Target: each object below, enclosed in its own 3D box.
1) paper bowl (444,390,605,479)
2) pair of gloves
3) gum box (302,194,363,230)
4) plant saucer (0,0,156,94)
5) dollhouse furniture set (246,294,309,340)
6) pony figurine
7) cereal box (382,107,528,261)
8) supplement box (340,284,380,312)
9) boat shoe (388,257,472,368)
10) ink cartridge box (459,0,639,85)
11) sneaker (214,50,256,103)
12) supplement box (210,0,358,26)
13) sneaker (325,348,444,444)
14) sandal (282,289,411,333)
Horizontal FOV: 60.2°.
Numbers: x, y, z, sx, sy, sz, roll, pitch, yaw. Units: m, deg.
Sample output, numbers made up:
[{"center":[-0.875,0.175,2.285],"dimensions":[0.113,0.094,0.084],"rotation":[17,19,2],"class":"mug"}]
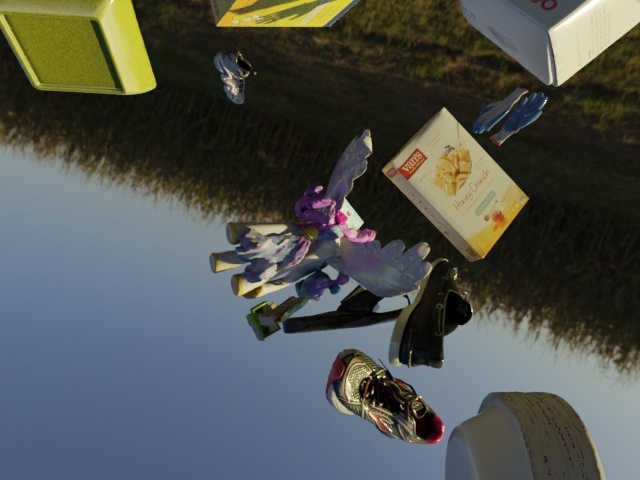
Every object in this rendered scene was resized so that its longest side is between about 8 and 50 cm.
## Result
[{"center":[0.263,0.355,0.763],"dimensions":[0.148,0.284,0.284],"rotation":[1,-176,-1],"class":"paper bowl"},{"center":[0.452,-0.308,1.337],"dimensions":[0.023,0.159,0.198],"rotation":[42,-167,-26],"class":"pair of gloves"},{"center":[0.040,-0.050,1.713],"dimensions":[0.041,0.157,0.184],"rotation":[33,170,41],"class":"gum box"},{"center":[-0.338,-0.263,0.742],"dimensions":[0.188,0.045,0.188],"rotation":[3,150,0],"class":"plant saucer"},{"center":[-0.071,0.136,0.927],"dimensions":[0.076,0.058,0.152],"rotation":[-28,-173,-29],"class":"dollhouse furniture set"},{"center":[0.000,0.000,1.045],"dimensions":[0.364,0.302,0.351],"rotation":[-12,166,-24],"class":"pony figurine"},{"center":[0.252,-0.104,1.017],"dimensions":[0.240,0.173,0.047],"rotation":[45,157,-5],"class":"cereal box"},{"center":[0.120,0.194,1.665],"dimensions":[0.083,0.083,0.056],"rotation":[45,173,25],"class":"supplement box"},{"center":[0.241,0.141,1.094],"dimensions":[0.113,0.127,0.340],"rotation":[11,-156,24],"class":"boat shoe"},{"center":[0.377,-0.406,0.780],"dimensions":[0.226,0.306,0.131],"rotation":[55,-173,34],"class":"ink cartridge box"},{"center":[-0.138,-0.284,0.963],"dimensions":[0.069,0.038,0.098],"rotation":[3,138,29],"class":"sneaker"},{"center":[-0.095,-0.680,1.413],"dimensions":[0.357,0.194,0.195],"rotation":[-14,180,-32],"class":"supplement box"},{"center":[0.127,0.299,1.050],"dimensions":[0.299,0.120,0.112],"rotation":[38,157,-34],"class":"sneaker"},{"center":[0.112,0.185,1.543],"dimensions":[0.446,0.107,0.167],"rotation":[-6,175,-5],"class":"sandal"}]
